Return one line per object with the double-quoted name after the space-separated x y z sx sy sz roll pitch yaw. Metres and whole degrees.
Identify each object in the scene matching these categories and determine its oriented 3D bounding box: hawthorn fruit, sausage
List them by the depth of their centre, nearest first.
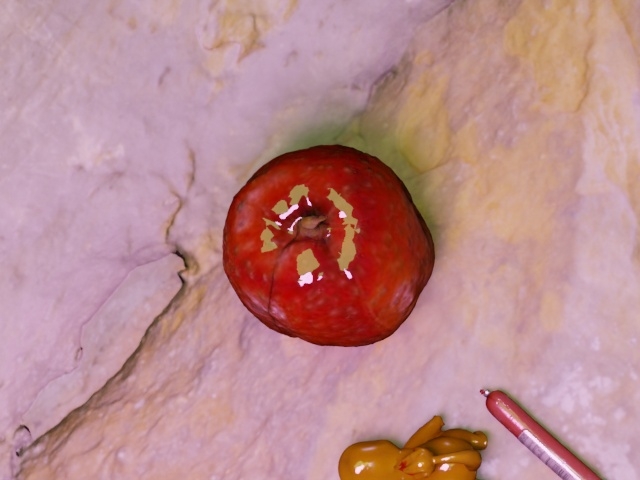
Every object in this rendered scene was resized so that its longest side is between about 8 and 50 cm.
0.004 0.006 1.712 0.258 0.262 0.258 -5 83 43 "hawthorn fruit"
0.283 0.258 1.720 0.253 0.034 0.034 42 82 15 "sausage"

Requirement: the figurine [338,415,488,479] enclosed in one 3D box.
0.107 0.260 1.691 0.176 0.122 0.121 -4 76 4 "figurine"
